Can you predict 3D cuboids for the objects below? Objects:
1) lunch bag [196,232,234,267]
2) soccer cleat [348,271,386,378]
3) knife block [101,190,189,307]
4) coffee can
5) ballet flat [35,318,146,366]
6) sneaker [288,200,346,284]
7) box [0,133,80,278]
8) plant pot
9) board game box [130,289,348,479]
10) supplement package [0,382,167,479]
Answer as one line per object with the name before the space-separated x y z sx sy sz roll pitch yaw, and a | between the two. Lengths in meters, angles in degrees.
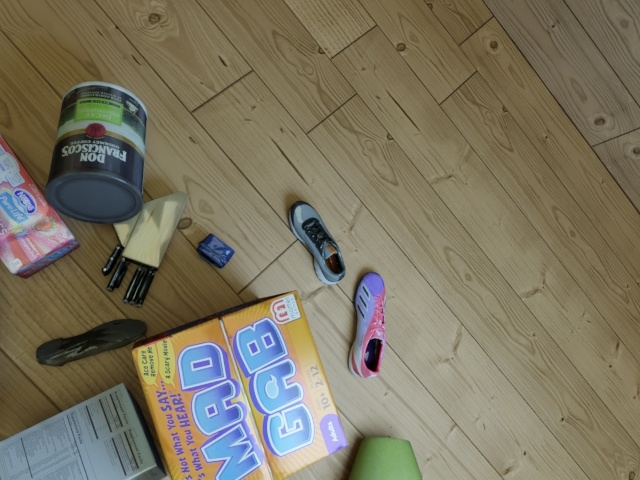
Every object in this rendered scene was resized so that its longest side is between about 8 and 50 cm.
lunch bag | -0.294 0.031 1.282 0.098 0.067 0.065 38 69 -10
soccer cleat | 0.158 0.248 1.393 0.108 0.116 0.319 14 76 -18
knife block | -0.436 0.028 1.217 0.275 0.088 0.242 -24 91 -23
coffee can | -0.525 -0.208 1.119 0.201 0.202 0.276 3 59 -21
ballet flat | -0.555 0.256 1.148 0.249 0.084 0.058 -15 123 -24
sneaker | 0.000 0.000 1.383 0.100 0.108 0.272 -29 91 -21
box | -0.722 -0.077 1.093 0.154 0.142 0.300 -37 95 -23
plant pot | 0.175 0.698 1.266 0.274 0.275 0.294 14 60 -18
board game box | -0.209 0.351 1.102 0.356 0.356 0.357 -18 87 -23
supplement package | -0.507 0.483 1.017 0.262 0.199 0.198 -24 65 -23
